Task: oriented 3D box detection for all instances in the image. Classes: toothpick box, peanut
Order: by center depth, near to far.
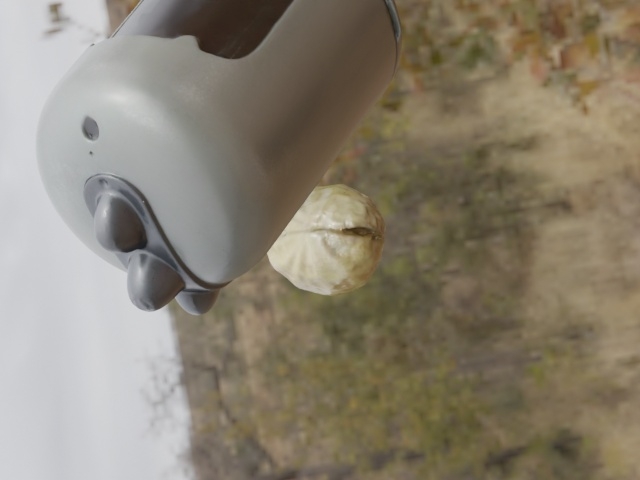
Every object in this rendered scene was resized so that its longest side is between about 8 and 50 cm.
[{"bbox_3d":[-0.084,-0.090,1.266,0.229,0.229,0.316,83,-150,-43],"label":"toothpick box"},{"bbox_3d":[0.000,0.000,2.065,0.313,0.149,0.149,-168,69,-85],"label":"peanut"}]
